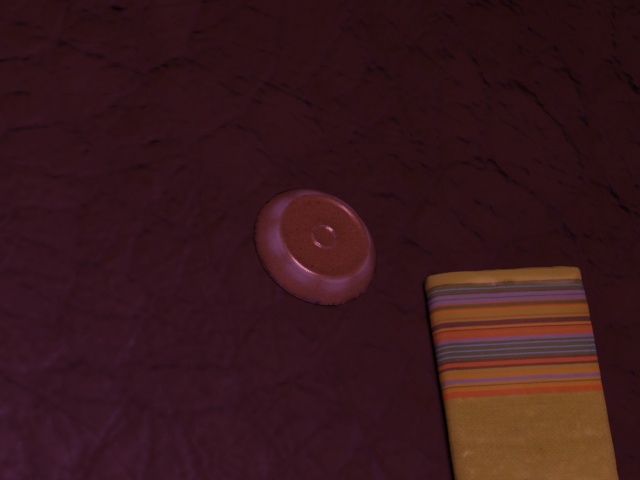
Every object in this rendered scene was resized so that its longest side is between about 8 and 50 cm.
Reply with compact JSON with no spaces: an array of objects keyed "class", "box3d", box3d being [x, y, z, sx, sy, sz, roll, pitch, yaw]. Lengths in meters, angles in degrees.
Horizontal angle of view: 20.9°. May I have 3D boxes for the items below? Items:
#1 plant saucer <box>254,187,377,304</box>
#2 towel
[{"class":"plant saucer","box3d":[0.000,0.000,1.080,0.083,0.015,0.083,12,57,-19]},{"class":"towel","box3d":[0.127,0.125,1.056,0.102,0.021,0.237,-2,62,-7]}]
